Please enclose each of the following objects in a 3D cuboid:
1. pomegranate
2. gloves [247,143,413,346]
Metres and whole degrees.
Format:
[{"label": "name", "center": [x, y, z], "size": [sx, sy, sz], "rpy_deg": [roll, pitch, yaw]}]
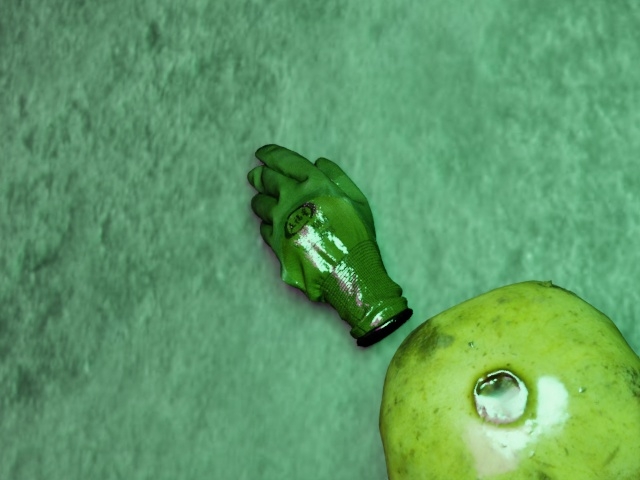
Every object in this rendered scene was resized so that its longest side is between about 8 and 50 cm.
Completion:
[{"label": "pomegranate", "center": [0.189, 0.180, 1.602], "size": [0.281, 0.281, 0.281], "rpy_deg": [-5, 76, 21]}, {"label": "gloves", "center": [0.003, -0.004, 1.808], "size": [0.135, 0.107, 0.268], "rpy_deg": [-30, 62, -19]}]
